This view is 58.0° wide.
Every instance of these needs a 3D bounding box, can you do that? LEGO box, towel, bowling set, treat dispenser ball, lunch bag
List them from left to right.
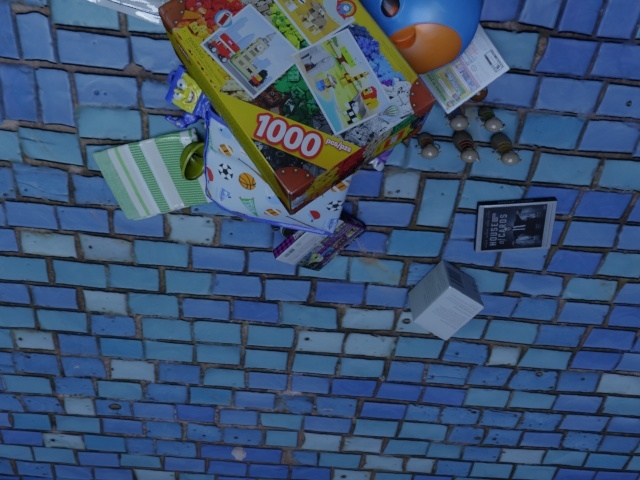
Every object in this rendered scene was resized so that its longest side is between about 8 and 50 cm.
[{"bbox_3d":[-0.483,-0.194,1.740,0.325,0.038,0.248,-12,121,11],"label":"towel"},{"bbox_3d":[-0.115,-0.213,1.534,0.385,0.239,0.328,8,141,-5],"label":"lunch bag"},{"bbox_3d":[-0.054,-0.370,1.284,0.372,0.193,0.500,-35,81,-8],"label":"LEGO box"},{"bbox_3d":[0.226,-0.536,1.347,0.288,0.288,0.288,1,124,1],"label":"treat dispenser ball"},{"bbox_3d":[0.406,-0.315,1.569,0.287,0.154,0.200,-1,124,2],"label":"bowling set"}]

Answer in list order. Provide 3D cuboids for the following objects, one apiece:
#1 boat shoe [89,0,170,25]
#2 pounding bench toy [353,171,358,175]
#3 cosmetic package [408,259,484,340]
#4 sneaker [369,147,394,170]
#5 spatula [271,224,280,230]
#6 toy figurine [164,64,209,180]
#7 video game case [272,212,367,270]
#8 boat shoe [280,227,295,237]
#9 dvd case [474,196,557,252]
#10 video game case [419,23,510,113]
[{"bbox_3d":[-0.488,-0.616,1.434,0.258,0.095,0.084,13,119,-20],"label":"boat shoe"},{"bbox_3d":[0.083,-0.226,1.695,0.083,0.065,0.052,-21,126,-22],"label":"pounding bench toy"},{"bbox_3d":[0.411,0.197,1.911,0.151,0.151,0.183,30,120,-18],"label":"cosmetic package"},{"bbox_3d":[0.119,-0.303,1.627,0.236,0.095,0.104,35,111,-26],"label":"sneaker"},{"bbox_3d":[-0.150,-0.157,1.759,0.084,0.030,0.296,-4,123,2],"label":"spatula"},{"bbox_3d":[-0.335,-0.373,1.587,0.217,0.191,0.362,38,118,11],"label":"toy figurine"},{"bbox_3d":[0.000,0.000,1.797,0.232,0.042,0.210,-41,144,25],"label":"video game case"},{"bbox_3d":[-0.031,-0.064,1.791,0.228,0.076,0.080,-27,119,18],"label":"boat shoe"},{"bbox_3d":[0.611,-0.047,1.819,0.239,0.029,0.179,-4,123,3],"label":"dvd case"},{"bbox_3d":[0.350,-0.473,1.502,0.193,0.023,0.212,-35,96,22],"label":"video game case"}]
